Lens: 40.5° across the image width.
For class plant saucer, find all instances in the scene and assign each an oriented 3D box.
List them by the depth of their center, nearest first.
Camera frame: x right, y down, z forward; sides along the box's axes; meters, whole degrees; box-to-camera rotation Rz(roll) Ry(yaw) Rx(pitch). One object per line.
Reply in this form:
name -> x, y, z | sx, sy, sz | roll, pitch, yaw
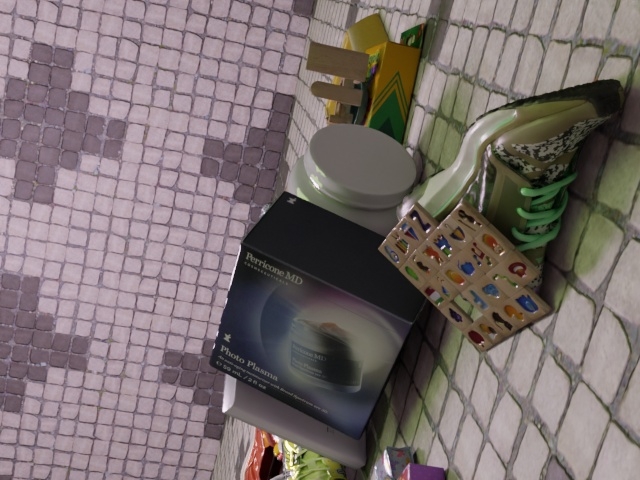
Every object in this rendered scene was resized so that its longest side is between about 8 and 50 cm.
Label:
plant saucer -> 0.079, -0.283, 1.833 | 0.119, 0.021, 0.119 | -170, 90, -79
plant saucer -> 0.083, -0.383, 2.206 | 0.332, 0.081, 0.332 | -98, 21, -58

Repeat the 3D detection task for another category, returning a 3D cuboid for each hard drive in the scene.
hard drive -> -0.041, 0.284, 1.623 | 0.040, 0.308, 0.203 | -39, 34, 34

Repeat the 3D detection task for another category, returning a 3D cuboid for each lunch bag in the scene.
lunch bag -> 0.117, 0.373, 1.357 | 0.071, 0.053, 0.083 | 111, 156, -50

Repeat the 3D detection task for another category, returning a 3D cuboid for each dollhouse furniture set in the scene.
dollhouse furniture set -> 0.014, -0.317, 1.810 | 0.151, 0.123, 0.144 | -172, 92, -79

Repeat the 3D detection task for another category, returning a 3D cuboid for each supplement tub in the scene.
supplement tub -> 0.036, -0.032, 1.669 | 0.241, 0.241, 0.331 | -91, 16, -47

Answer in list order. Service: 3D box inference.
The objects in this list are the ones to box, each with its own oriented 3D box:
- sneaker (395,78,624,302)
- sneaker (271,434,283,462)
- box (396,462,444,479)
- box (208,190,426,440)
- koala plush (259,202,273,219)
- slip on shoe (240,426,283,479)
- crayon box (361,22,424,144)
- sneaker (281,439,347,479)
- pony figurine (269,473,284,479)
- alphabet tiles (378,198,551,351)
sneaker -> 0.240, -0.042, 1.013 | 0.182, 0.158, 0.410 | 65, 157, 13
sneaker -> -0.066, 0.488, 2.194 | 0.092, 0.088, 0.225 | -58, 14, 6
box -> 0.111, 0.481, 1.262 | 0.293, 0.057, 0.200 | 111, 166, -47
box -> 0.000, 0.125, 1.445 | 0.182, 0.296, 0.294 | -54, -14, -52
koala plush -> -0.082, 0.016, 2.459 | 0.203, 0.196, 0.221 | -53, -26, -87
slip on shoe -> -0.132, 0.546, 2.423 | 0.101, 0.123, 0.331 | 10, 84, 48
crayon box -> 0.132, -0.305, 1.861 | 0.202, 0.081, 0.318 | -143, 64, -79
sneaker -> -0.022, 0.445, 1.664 | 0.384, 0.145, 0.147 | -114, 5, -69
pony figurine -> -0.140, 0.650, 1.834 | 0.302, 0.351, 0.363 | 105, 150, -44
alphabet tiles -> 0.174, 0.037, 1.066 | 0.009, 0.198, 0.237 | -42, -7, -24
